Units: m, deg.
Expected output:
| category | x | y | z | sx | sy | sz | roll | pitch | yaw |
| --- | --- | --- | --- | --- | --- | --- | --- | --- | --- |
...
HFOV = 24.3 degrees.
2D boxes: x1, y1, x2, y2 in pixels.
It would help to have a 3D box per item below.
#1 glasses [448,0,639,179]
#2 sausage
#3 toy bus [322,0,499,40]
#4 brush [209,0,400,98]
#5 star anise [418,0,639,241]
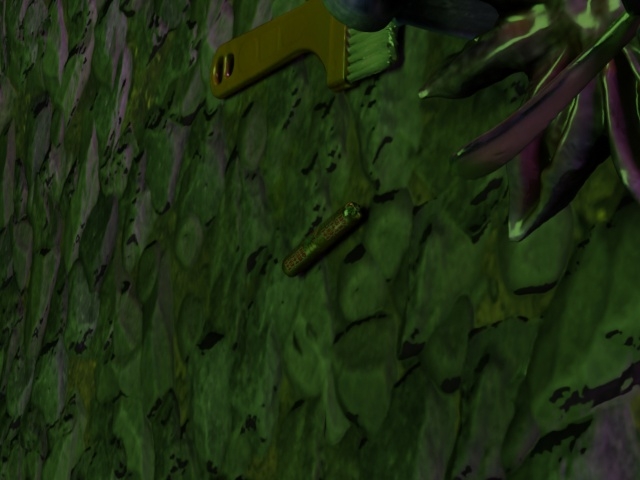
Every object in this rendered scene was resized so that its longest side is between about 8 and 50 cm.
| category | x | y | z | sx | sy | sz | roll | pitch | yaw |
| --- | --- | --- | --- | --- | --- | --- | --- | --- | --- |
| glasses | 0.127 | -0.059 | 0.480 | 0.207 | 0.102 | 0.239 | 9 | 94 | 28 |
| sausage | 0.000 | 0.000 | 0.908 | 0.100 | 0.015 | 0.015 | -40 | 49 | 53 |
| toy bus | -0.022 | -0.187 | 0.693 | 0.106 | 0.297 | 0.131 | -53 | 33 | 44 |
| brush | -0.018 | -0.135 | 0.979 | 0.272 | 0.013 | 0.103 | -13 | 72 | 62 |
| star anise | 0.132 | -0.093 | 0.589 | 0.262 | 0.081 | 0.230 | 30 | 113 | 29 |
